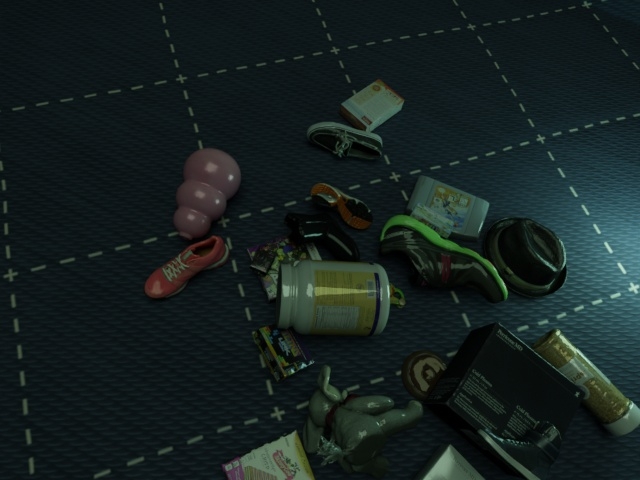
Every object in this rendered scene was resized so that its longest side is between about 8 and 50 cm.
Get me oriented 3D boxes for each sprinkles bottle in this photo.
[{"bbox_3d":[0.870,0.462,1.502,0.121,0.121,0.355,-36,73,-19],"label":"sprinkles bottle"}]

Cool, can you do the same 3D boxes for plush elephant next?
[{"bbox_3d":[0.075,0.524,1.341,0.330,0.271,0.255,12,19,-35],"label":"plush elephant"}]

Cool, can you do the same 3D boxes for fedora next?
[{"bbox_3d":[0.778,0.035,1.668,0.335,0.152,0.333,3,65,-6],"label":"fedora"}]

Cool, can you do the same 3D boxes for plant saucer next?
[{"bbox_3d":[0.353,0.445,1.505,0.169,0.029,0.168,3,66,-6],"label":"plant saucer"}]

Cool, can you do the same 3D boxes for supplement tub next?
[{"bbox_3d":[0.032,0.183,1.454,0.332,0.241,0.240,3,65,-9],"label":"supplement tub"}]

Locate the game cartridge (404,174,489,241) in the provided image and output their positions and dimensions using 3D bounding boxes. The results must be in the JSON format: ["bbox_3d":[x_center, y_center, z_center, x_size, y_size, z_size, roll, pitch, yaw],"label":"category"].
[{"bbox_3d":[0.489,-0.117,1.763,0.298,0.062,0.198,23,61,4],"label":"game cartridge"}]

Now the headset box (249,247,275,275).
[{"bbox_3d":[-0.200,0.077,1.564,0.062,0.032,0.083,23,64,7],"label":"headset box"}]

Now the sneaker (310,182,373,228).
[{"bbox_3d":[0.083,-0.142,1.708,0.263,0.121,0.099,33,105,-12],"label":"sneaker"}]

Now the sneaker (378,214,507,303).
[{"bbox_3d":[0.422,0.097,1.615,0.483,0.185,0.202,30,84,11],"label":"sneaker"}]

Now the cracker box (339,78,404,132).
[{"bbox_3d":[0.217,-0.565,1.927,0.232,0.067,0.155,-38,74,-21],"label":"cracker box"}]

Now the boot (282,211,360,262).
[{"bbox_3d":[0.000,0.000,1.586,0.207,0.094,0.246,-8,56,-44],"label":"boot"}]

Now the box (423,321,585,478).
[{"bbox_3d":[0.564,0.490,1.410,0.343,0.179,0.312,40,69,6],"label":"box"}]

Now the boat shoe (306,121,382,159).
[{"bbox_3d":[0.095,-0.381,1.806,0.307,0.113,0.104,13,50,-10],"label":"boat shoe"}]

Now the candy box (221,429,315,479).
[{"bbox_3d":[-0.149,0.676,1.322,0.234,0.071,0.159,-20,69,-15],"label":"candy box"}]

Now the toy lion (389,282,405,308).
[{"bbox_3d":[0.244,0.190,1.610,0.100,0.034,0.096,2,58,-6],"label":"toy lion"}]

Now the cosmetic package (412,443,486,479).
[{"bbox_3d":[0.412,0.832,1.298,0.284,0.097,0.377,-41,76,-19],"label":"cosmetic package"}]

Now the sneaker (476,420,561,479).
[{"bbox_3d":[0.544,0.537,1.237,0.226,0.086,0.163,40,80,-5],"label":"sneaker"}]

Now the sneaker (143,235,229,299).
[{"bbox_3d":[-0.457,0.075,1.527,0.314,0.136,0.116,-34,72,-19],"label":"sneaker"}]

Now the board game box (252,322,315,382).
[{"bbox_3d":[-0.115,0.346,1.452,0.141,0.048,0.170,-12,63,-48],"label":"board game box"}]

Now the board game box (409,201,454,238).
[{"bbox_3d":[0.408,-0.075,1.664,0.154,0.026,0.103,30,34,8],"label":"board game box"}]

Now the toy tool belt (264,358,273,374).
[{"bbox_3d":[-0.155,0.388,1.463,0.052,0.051,0.083,-8,67,-9],"label":"toy tool belt"}]

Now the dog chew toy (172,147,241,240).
[{"bbox_3d":[-0.415,-0.158,1.610,0.207,0.206,0.331,19,73,2],"label":"dog chew toy"}]

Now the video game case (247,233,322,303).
[{"bbox_3d":[-0.113,0.085,1.610,0.232,0.041,0.210,-20,68,-14],"label":"video game case"}]
